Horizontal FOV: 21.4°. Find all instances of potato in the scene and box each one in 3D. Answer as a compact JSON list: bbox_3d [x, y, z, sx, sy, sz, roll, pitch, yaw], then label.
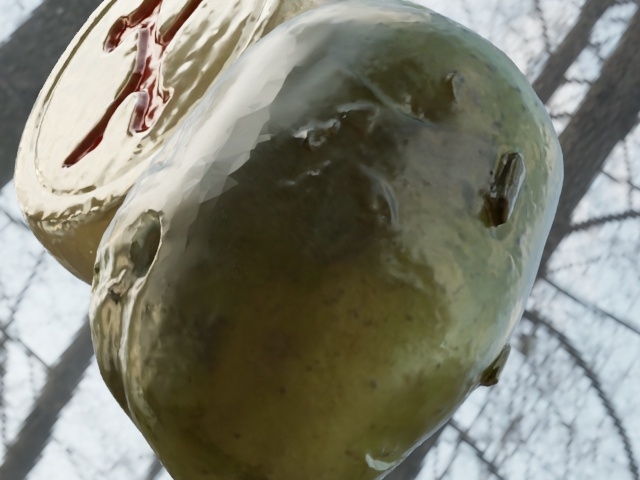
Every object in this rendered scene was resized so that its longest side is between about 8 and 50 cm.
[{"bbox_3d":[0.002,0.000,0.729,0.197,0.228,0.148,45,-8,33],"label":"potato"}]

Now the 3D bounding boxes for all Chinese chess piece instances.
[{"bbox_3d":[-0.090,-0.106,1.333,0.338,0.338,0.140,-13,-41,44],"label":"Chinese chess piece"}]
